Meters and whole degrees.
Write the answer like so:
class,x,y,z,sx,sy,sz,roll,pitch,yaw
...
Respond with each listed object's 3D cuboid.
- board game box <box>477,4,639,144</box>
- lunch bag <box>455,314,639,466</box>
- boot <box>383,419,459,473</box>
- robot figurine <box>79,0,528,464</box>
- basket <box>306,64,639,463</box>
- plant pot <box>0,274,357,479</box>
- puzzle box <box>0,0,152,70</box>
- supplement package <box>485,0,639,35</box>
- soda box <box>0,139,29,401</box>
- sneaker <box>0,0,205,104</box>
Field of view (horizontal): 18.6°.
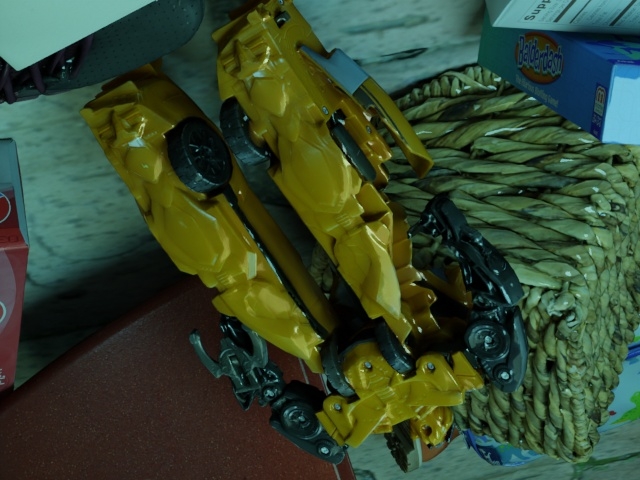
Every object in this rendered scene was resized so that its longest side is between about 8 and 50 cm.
class,x,y,z,sx,sy,sz,roll,pitch,yaw
board game box,0.200,-0.097,1.132,0.160,0.210,0.047,2,105,-16
lunch bag,0.205,0.093,1.600,0.219,0.090,0.176,-20,144,4
boot,0.101,0.140,1.708,0.085,0.059,0.158,-24,152,-12
robot figurine,0.000,0.000,1.168,0.211,0.085,0.291,-25,108,31
basket,0.122,-0.012,1.375,0.213,0.223,0.299,17,158,17
plant pot,-0.095,0.192,1.421,0.236,0.267,0.267,-20,161,1
puzzle box,-0.050,-0.248,0.818,0.409,0.052,0.272,-24,135,21
supplement package,0.181,-0.180,1.061,0.179,0.105,0.105,1,152,-24
soda box,-0.251,0.036,1.318,0.092,0.083,0.263,-5,152,-14
sneaker,-0.177,-0.072,1.021,0.281,0.162,0.106,-11,137,-19
